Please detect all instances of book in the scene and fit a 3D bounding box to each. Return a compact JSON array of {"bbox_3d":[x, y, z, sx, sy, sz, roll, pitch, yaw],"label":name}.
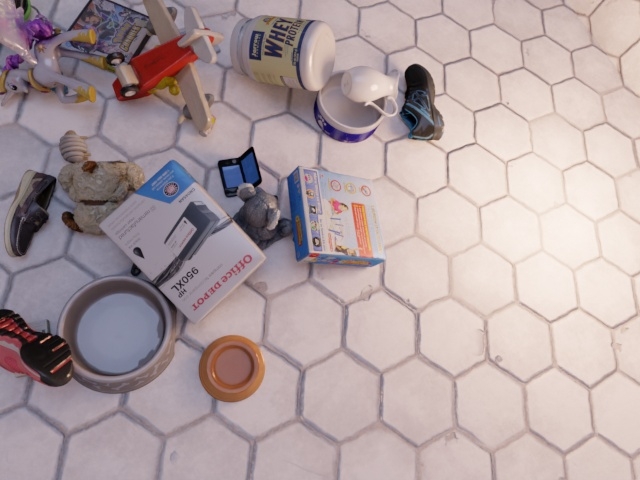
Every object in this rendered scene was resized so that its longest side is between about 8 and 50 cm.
[{"bbox_3d":[-0.815,0.304,1.436,0.096,0.035,0.144,-11,72,-12],"label":"book"}]

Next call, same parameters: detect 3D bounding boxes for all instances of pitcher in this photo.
[{"bbox_3d":[0.186,-0.536,1.835,0.207,0.125,0.178,-5,86,-26],"label":"pitcher"}]

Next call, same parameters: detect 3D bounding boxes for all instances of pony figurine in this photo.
[{"bbox_3d":[-0.892,-0.605,1.642,0.363,0.303,0.351,3,96,4],"label":"pony figurine"}]

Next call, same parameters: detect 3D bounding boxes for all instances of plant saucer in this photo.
[{"bbox_3d":[-0.264,0.381,1.528,0.199,0.037,0.200,4,68,-11],"label":"plant saucer"}]

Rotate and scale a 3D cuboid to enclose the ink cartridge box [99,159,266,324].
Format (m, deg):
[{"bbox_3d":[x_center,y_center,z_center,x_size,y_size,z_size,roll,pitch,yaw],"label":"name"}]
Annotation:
[{"bbox_3d":[-0.391,0.007,1.505,0.285,0.166,0.395,-44,93,-4],"label":"ink cartridge box"}]

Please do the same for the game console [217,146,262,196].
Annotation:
[{"bbox_3d":[-0.277,-0.235,1.737,0.124,0.085,0.144,-11,72,-17],"label":"game console"}]

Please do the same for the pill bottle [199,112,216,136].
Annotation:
[{"bbox_3d":[-0.402,-0.408,1.798,0.043,0.043,0.083,18,67,-6],"label":"pill bottle"}]

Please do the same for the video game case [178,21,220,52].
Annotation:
[{"bbox_3d":[-0.481,-0.750,1.925,0.157,0.019,0.143,-27,77,-21],"label":"video game case"}]

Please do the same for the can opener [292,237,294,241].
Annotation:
[{"bbox_3d":[0.000,0.000,1.734,0.186,0.073,0.059,19,28,-9],"label":"can opener"}]

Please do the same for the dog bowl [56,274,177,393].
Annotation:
[{"bbox_3d":[-0.585,0.257,1.468,0.348,0.102,0.349,5,68,-12],"label":"dog bowl"}]

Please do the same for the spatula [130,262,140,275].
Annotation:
[{"bbox_3d":[-0.545,-0.026,1.625,0.084,0.030,0.297,17,67,-5],"label":"spatula"}]

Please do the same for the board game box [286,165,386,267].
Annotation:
[{"bbox_3d":[0.053,-0.074,1.695,0.301,0.086,0.309,7,65,-32],"label":"board game box"}]

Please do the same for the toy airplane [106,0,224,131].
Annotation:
[{"bbox_3d":[-0.489,-0.608,1.732,0.384,0.272,0.386,22,99,9],"label":"toy airplane"}]

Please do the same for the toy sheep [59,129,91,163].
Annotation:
[{"bbox_3d":[-0.796,-0.295,1.644,0.091,0.091,0.132,-14,78,-18],"label":"toy sheep"}]

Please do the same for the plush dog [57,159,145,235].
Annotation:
[{"bbox_3d":[-0.680,-0.128,1.566,0.262,0.210,0.226,-4,97,-12],"label":"plush dog"}]

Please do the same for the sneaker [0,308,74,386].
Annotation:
[{"bbox_3d":[-0.781,0.308,1.361,0.313,0.136,0.116,29,30,16],"label":"sneaker"}]

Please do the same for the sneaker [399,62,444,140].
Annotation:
[{"bbox_3d":[0.375,-0.545,1.986,0.139,0.125,0.341,-9,69,-11],"label":"sneaker"}]

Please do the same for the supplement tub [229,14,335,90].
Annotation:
[{"bbox_3d":[-0.134,-0.671,1.813,0.324,0.235,0.236,15,64,20],"label":"supplement tub"}]

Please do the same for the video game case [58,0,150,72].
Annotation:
[{"bbox_3d":[-0.769,-0.750,1.850,0.248,0.035,0.275,21,66,-4],"label":"video game case"}]

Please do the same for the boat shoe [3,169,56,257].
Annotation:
[{"bbox_3d":[-0.871,-0.084,1.536,0.092,0.103,0.285,4,63,-6],"label":"boat shoe"}]

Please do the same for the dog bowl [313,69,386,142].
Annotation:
[{"bbox_3d":[0.110,-0.505,1.919,0.264,0.104,0.265,4,69,-12],"label":"dog bowl"}]

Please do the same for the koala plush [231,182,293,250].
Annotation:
[{"bbox_3d":[-0.195,-0.080,1.621,0.203,0.221,0.196,-39,82,-23],"label":"koala plush"}]

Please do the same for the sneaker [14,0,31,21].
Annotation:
[{"bbox_3d":[-1.177,-0.721,1.654,0.185,0.202,0.483,31,66,1],"label":"sneaker"}]
